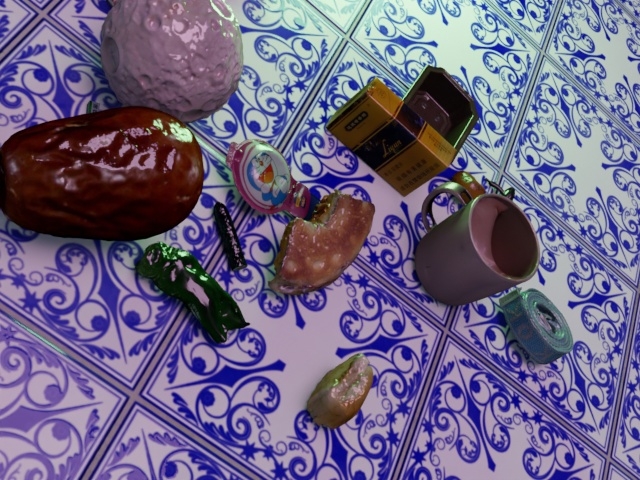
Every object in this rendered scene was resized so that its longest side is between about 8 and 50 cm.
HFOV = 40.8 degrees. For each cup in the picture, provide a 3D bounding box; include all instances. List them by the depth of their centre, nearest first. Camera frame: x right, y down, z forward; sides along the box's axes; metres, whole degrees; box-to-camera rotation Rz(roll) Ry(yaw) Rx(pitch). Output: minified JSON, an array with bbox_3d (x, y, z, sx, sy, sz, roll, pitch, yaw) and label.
[{"bbox_3d":[0.295,0.004,1.780,0.191,0.200,0.253,-39,94,-41],"label":"cup"}]

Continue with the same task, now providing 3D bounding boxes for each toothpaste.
[{"bbox_3d":[-0.402,-0.205,1.508,0.020,0.017,0.083,14,61,-29],"label":"toothpaste"}]

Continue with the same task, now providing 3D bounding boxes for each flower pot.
[{"bbox_3d":[0.246,-0.272,1.958,0.179,0.084,0.251,44,51,-11],"label":"flower pot"}]

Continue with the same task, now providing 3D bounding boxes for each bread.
[{"bbox_3d":[0.040,0.271,1.532,0.082,0.106,0.125,48,52,-5],"label":"bread"}]

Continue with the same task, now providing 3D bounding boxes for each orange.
[{"bbox_3d":[0.331,-0.118,1.956,0.086,0.062,0.086,42,9,-9],"label":"orange"}]

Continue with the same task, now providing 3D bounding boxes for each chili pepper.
[{"bbox_3d":[-0.212,0.087,1.472,0.224,0.061,0.098,40,44,-10],"label":"chili pepper"}]

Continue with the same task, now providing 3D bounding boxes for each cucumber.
[{"bbox_3d":[-0.168,-0.010,1.570,0.032,0.032,0.133,-10,73,-38],"label":"cucumber"}]

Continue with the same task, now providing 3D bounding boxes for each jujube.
[{"bbox_3d":[-0.343,-0.103,1.367,0.317,0.223,0.223,-5,71,-29],"label":"jujube"}]

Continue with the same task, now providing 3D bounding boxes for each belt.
[{"bbox_3d":[0.478,0.189,1.897,0.147,0.082,0.163,4,58,-46],"label":"belt"}]

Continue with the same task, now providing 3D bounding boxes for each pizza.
[{"bbox_3d":[0.000,0.000,1.646,0.305,0.085,0.161,-37,116,-37],"label":"pizza"}]

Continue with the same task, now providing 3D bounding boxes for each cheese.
[{"bbox_3d":[-0.084,-0.106,1.656,0.244,0.062,0.155,35,53,-31],"label":"cheese"}]

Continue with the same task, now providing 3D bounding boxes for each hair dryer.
[{"bbox_3d":[0.418,-0.113,2.046,0.083,0.031,0.079,38,59,3],"label":"hair dryer"}]

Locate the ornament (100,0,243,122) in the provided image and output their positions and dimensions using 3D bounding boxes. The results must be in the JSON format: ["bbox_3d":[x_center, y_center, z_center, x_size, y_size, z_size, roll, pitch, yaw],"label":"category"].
[{"bbox_3d":[-0.267,-0.332,1.508,0.225,0.259,0.260,-15,78,-37],"label":"ornament"}]

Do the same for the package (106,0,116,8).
[{"bbox_3d":[-0.305,-0.446,1.664,0.269,0.071,0.194,49,64,-11],"label":"package"}]

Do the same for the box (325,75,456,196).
[{"bbox_3d":[0.148,-0.215,1.815,0.237,0.152,0.070,39,51,-15],"label":"box"}]
